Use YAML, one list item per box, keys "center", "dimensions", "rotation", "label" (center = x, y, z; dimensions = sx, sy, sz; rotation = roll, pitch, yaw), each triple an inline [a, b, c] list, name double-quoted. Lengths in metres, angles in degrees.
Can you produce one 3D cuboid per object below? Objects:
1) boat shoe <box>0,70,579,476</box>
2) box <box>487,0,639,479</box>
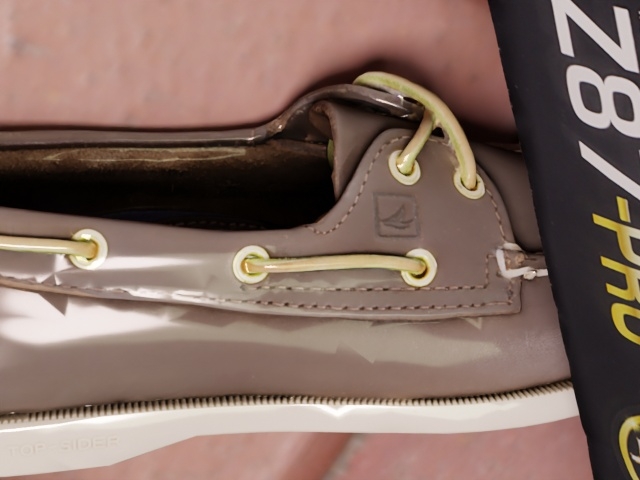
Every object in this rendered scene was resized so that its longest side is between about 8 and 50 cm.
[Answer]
- center: [0.000, 0.000, 0.631]
  dimensions: [0.324, 0.116, 0.097]
  rotation: [-6, 118, -10]
  label: "boat shoe"
- center: [0.196, -0.068, 0.590]
  dimensions: [0.318, 0.097, 0.395]
  rotation: [-40, 131, -30]
  label: "box"
